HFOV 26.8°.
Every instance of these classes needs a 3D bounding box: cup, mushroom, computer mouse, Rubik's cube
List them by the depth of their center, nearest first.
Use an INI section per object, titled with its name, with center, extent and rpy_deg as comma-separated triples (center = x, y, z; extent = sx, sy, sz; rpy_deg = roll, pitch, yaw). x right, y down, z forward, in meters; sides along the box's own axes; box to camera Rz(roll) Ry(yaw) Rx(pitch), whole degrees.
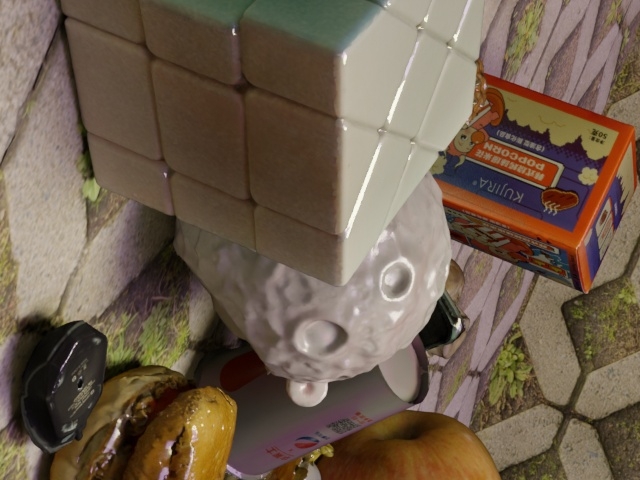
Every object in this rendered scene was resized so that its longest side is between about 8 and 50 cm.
[Rubik's cube]
center = -0.037, -0.203, 1.355
extent = 0.322, 0.316, 0.318
rpy_deg = -54, 156, -36
[computer mouse]
center = -0.288, 0.156, 1.478
extent = 0.106, 0.062, 0.192
rpy_deg = -50, 160, -41
[cup]
center = -0.005, 0.199, 1.835
extent = 0.203, 0.288, 0.203
rpy_deg = 34, 44, -42
[mushroom]
center = 0.182, 0.128, 2.479
extent = 0.255, 0.184, 0.255
rpy_deg = -40, 152, -26

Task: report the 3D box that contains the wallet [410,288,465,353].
[wallet]
center = 0.069, 0.014, 1.831
extent = 0.045, 0.318, 0.172
rpy_deg = -35, -174, -42

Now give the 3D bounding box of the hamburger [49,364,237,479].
[hamburger]
center = -0.212, 0.267, 1.653
extent = 0.244, 0.163, 0.244
rpy_deg = 17, 90, -75

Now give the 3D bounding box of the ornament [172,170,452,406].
[ornament]
center = 0.000, 0.000, 1.626
extent = 0.337, 0.337, 0.337
rpy_deg = -52, 155, -36

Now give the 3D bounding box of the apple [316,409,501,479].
[apple]
center = 0.161, 0.504, 2.541
extent = 0.391, 0.391, 0.346
rpy_deg = -20, 108, -64

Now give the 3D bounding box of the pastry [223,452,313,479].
[pastry]
center = -0.108, 0.362, 2.070
extent = 0.257, 0.121, 0.236
rpy_deg = -67, 160, 1

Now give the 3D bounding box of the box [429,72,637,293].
[box]
center = 0.368, -0.102, 2.451
extent = 0.257, 0.349, 0.318
rpy_deg = -64, 161, -9

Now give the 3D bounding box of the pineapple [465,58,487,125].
[pineapple]
center = 0.111, -0.200, 2.004
extent = 0.340, 0.169, 0.169
rpy_deg = -33, 142, -44

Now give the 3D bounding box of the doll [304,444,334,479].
[doll]
center = -0.078, 0.459, 2.257
extent = 0.141, 0.117, 0.296
rpy_deg = 19, 93, -65
